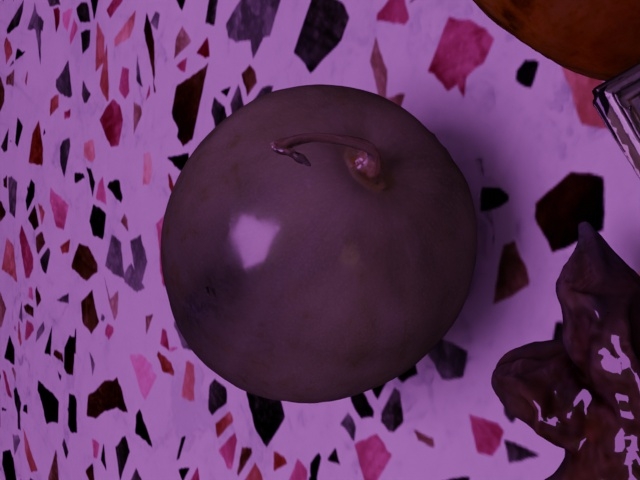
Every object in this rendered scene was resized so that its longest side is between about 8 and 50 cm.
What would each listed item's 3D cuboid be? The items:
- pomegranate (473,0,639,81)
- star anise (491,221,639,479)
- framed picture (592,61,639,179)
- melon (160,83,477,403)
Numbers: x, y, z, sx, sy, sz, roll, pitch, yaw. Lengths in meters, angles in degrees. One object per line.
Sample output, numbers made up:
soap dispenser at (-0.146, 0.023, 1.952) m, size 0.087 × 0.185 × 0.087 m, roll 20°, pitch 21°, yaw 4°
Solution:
pomegranate at (0.184, -0.206, 0.633) m, size 0.215 × 0.215 × 0.216 m, roll 4°, pitch 95°, yaw 54°
star anise at (0.232, 0.119, 0.658) m, size 0.315 × 0.108 × 0.316 m, roll 22°, pitch 116°, yaw 56°
framed picture at (0.287, -0.025, 0.539) m, size 0.197 × 0.014 × 0.252 m, roll -31°, pitch 75°, yaw 18°
melon at (-0.007, 0.007, 0.863) m, size 0.308 × 0.271 × 0.272 m, roll -23°, pitch 73°, yaw 47°
